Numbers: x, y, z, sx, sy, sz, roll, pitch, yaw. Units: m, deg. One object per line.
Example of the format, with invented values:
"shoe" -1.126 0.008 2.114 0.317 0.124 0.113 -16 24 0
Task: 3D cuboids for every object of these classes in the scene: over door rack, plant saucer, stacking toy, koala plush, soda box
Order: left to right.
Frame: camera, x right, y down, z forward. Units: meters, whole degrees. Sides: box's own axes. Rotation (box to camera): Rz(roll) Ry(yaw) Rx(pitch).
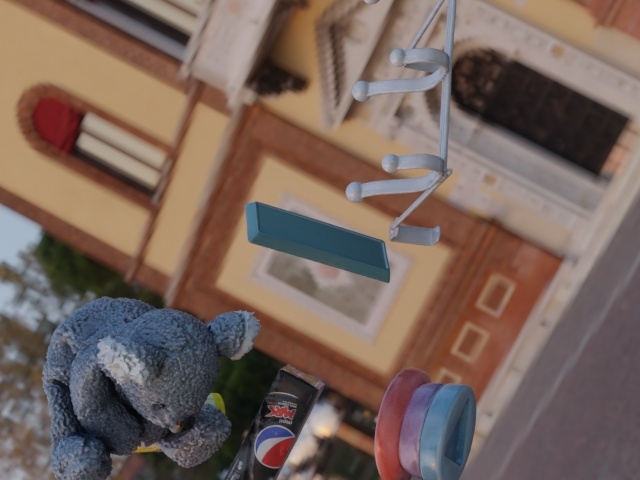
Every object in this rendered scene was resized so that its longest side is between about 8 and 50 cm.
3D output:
"koala plush" -0.178 0.133 1.466 0.196 0.203 0.221 -9 -13 -32
"soda box" -0.058 0.232 1.653 0.169 0.053 0.060 -64 -6 6
"plant saucer" 0.000 0.000 1.706 0.018 0.192 0.067 -55 28 36
"over door rack" 0.088 -0.142 1.510 0.324 0.108 0.240 79 -164 -77
"stacking toy" 0.153 0.326 1.779 0.279 0.130 0.309 21 -100 -67

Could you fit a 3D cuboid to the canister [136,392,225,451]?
"canister" -0.211 0.216 1.670 0.126 0.169 0.073 -25 65 60
